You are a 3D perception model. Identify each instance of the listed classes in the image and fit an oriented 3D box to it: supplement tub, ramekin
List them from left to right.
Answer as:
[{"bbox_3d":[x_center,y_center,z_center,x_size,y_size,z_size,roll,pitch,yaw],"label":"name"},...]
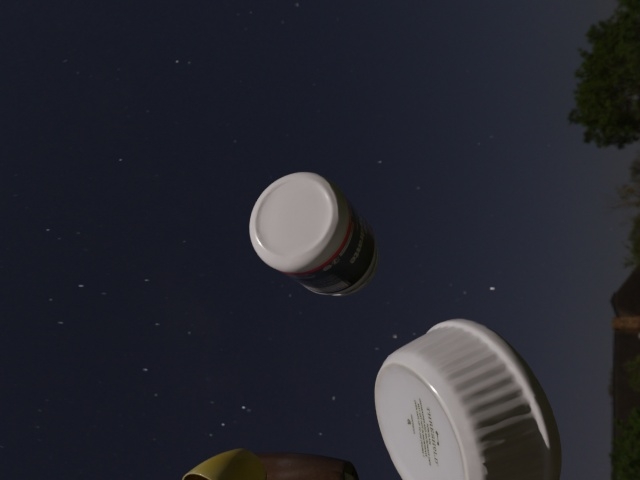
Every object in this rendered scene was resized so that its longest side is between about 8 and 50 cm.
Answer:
[{"bbox_3d":[0.000,0.000,1.045,0.272,0.191,0.191,40,-124,-62],"label":"supplement tub"},{"bbox_3d":[0.184,0.255,0.744,0.127,0.273,0.272,-12,-82,-23],"label":"ramekin"}]

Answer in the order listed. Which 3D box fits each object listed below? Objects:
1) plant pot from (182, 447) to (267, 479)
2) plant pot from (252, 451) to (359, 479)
[{"bbox_3d":[-0.142,0.398,0.857,0.095,0.134,0.134,-37,-64,-49],"label":"plant pot"},{"bbox_3d":[-0.036,0.559,1.156,0.215,0.231,0.215,-18,-90,-72],"label":"plant pot"}]
